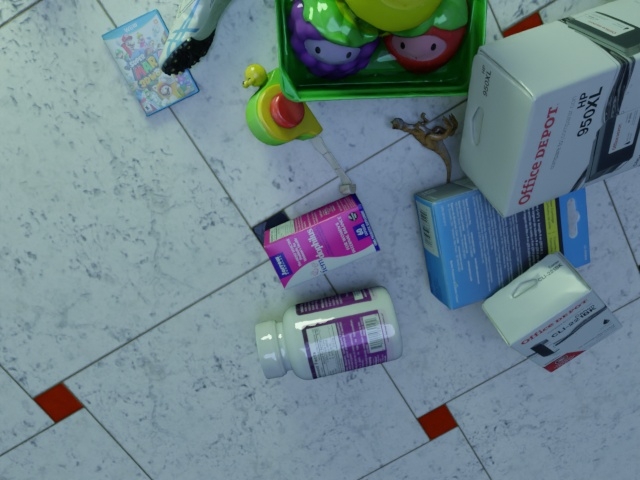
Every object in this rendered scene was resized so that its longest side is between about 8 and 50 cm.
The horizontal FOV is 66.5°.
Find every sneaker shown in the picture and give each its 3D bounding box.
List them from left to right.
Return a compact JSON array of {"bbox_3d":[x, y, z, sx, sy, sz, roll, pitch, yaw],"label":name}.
[{"bbox_3d":[-0.236,-0.418,0.910,0.086,0.085,0.237,36,98,8],"label":"sneaker"}]

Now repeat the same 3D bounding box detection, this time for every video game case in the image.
[{"bbox_3d":[-0.330,-0.345,0.955,0.119,0.015,0.166,-25,108,3],"label":"video game case"}]

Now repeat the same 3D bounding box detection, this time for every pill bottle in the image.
[{"bbox_3d":[0.016,0.212,1.083,0.302,0.169,0.169,-12,108,-1],"label":"pill bottle"}]

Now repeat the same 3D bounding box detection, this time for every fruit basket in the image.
[{"bbox_3d":[0.108,-0.379,0.805,0.393,0.392,0.282,-4,108,-4],"label":"fruit basket"}]

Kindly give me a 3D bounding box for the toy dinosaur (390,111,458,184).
[{"bbox_3d":[0.243,-0.212,1.039,0.212,0.064,0.112,36,133,-19],"label":"toy dinosaur"}]

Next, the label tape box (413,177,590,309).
[{"bbox_3d":[0.401,-0.024,1.074,0.348,0.115,0.249,-17,108,-9],"label":"label tape box"}]

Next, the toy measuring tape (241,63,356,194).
[{"bbox_3d":[-0.052,-0.197,0.976,0.121,0.121,0.330,-34,112,5],"label":"toy measuring tape"}]

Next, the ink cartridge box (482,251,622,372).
[{"bbox_3d":[0.511,0.166,1.072,0.197,0.114,0.273,-42,134,18],"label":"ink cartridge box"}]

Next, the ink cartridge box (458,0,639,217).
[{"bbox_3d":[0.477,-0.244,0.882,0.395,0.166,0.285,-21,142,-6],"label":"ink cartridge box"}]

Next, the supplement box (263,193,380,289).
[{"bbox_3d":[0.000,0.000,1.045,0.220,0.114,0.111,-23,109,4],"label":"supplement box"}]
